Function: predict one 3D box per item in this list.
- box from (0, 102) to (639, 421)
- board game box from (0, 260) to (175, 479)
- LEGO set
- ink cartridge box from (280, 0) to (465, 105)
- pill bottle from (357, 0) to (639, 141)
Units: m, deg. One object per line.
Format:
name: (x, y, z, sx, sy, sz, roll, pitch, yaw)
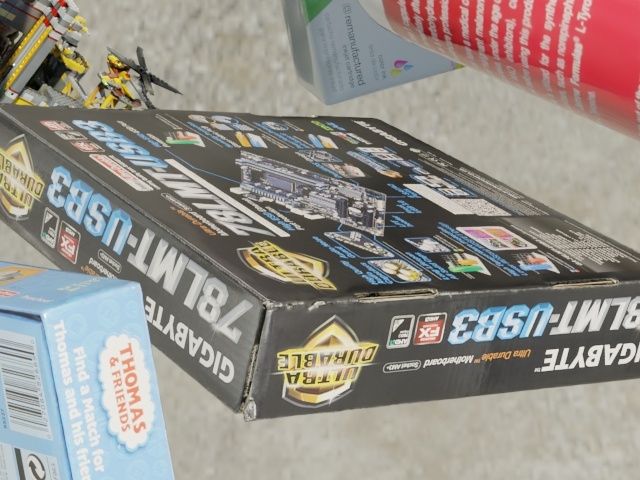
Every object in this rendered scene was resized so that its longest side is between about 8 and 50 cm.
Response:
box: (0.000, 0.000, 1.041, 0.293, 0.295, 0.073, -3, 113, -38)
board game box: (-0.118, 0.083, 0.595, 0.039, 0.211, 0.160, -19, 107, -38)
LEGO set: (-0.322, -0.244, 2.061, 0.331, 0.255, 0.192, 30, 107, -34)
ink cartridge box: (0.077, -0.221, 1.562, 0.212, 0.093, 0.154, -16, 111, -12)
pill bottle: (0.163, -0.202, 1.154, 0.407, 0.229, 0.229, 26, 131, 23)
